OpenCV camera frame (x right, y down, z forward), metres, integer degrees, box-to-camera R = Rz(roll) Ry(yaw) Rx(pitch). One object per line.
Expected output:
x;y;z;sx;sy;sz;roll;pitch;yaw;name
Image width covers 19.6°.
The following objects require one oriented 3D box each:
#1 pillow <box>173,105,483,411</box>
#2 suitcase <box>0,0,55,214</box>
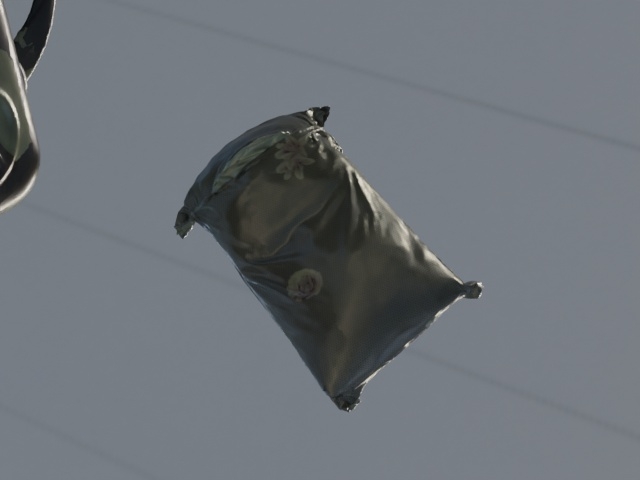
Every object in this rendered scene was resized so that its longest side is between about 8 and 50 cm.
0.000;0.000;1.505;0.255;0.169;0.059;48;-11;28;pillow
-0.337;-0.150;1.296;0.194;0.339;0.351;11;-56;37;suitcase
